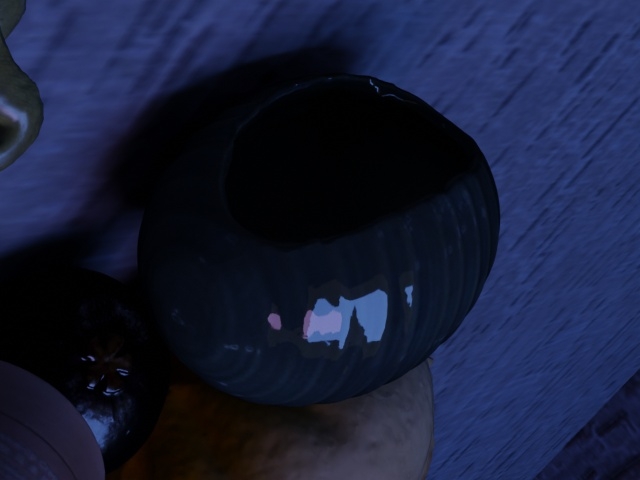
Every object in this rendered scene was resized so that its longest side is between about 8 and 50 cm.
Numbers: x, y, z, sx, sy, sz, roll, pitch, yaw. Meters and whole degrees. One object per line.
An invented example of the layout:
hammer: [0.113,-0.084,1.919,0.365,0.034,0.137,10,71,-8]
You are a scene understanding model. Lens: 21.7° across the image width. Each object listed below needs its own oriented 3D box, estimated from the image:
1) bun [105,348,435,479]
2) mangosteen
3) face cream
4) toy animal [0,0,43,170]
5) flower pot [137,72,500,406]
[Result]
bun: [-0.070,0.126,1.116,0.299,0.165,0.299,-29,-154,15]
mangosteen: [-0.164,0.083,1.000,0.137,0.137,0.151,-25,-171,-36]
face cream: [-0.198,0.149,0.892,0.149,0.149,0.104,-52,-168,29]
toy animal: [-0.209,-0.059,0.668,0.218,0.103,0.101,-33,140,-15]
flower pot: [0.000,0.000,0.995,0.243,0.189,0.157,-28,147,-41]
